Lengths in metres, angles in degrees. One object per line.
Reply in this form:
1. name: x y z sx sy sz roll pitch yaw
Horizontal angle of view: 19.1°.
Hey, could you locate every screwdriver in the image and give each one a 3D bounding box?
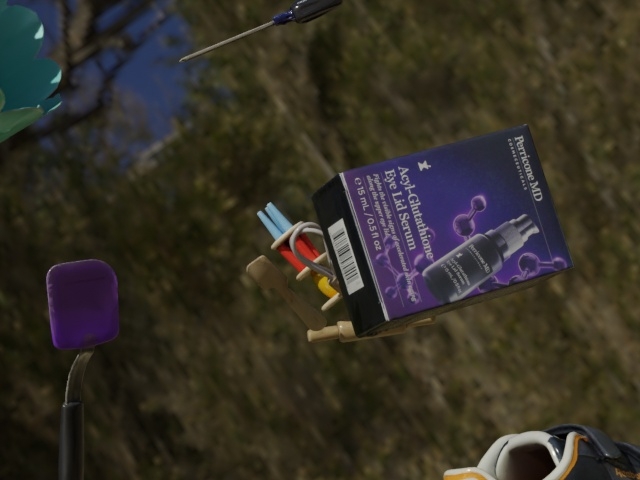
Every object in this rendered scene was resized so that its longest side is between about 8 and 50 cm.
1. screwdriver: -0.058 -0.206 1.821 0.170 0.025 0.024 -19 -24 -6

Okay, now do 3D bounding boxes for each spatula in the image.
1. spatula: -0.264 0.160 2.068 0.084 0.030 0.296 -10 -60 -33

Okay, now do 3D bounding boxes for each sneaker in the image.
1. sneaker: 0.240 0.220 1.698 0.321 0.127 0.126 -13 -2 -42

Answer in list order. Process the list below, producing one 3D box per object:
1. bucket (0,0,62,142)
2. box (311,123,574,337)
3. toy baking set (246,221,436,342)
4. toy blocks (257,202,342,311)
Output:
1. bucket: -0.348 -0.154 1.435 0.183 0.281 0.281 -35 -24 13
2. box: 0.118 -0.009 1.840 0.207 0.153 0.108 -17 -7 -18
3. toy baking set: 0.041 0.046 2.302 0.256 0.030 0.196 -12 -52 -5
4. toy blocks: 0.000 0.000 2.368 0.123 0.148 0.054 -36 -5 -39
